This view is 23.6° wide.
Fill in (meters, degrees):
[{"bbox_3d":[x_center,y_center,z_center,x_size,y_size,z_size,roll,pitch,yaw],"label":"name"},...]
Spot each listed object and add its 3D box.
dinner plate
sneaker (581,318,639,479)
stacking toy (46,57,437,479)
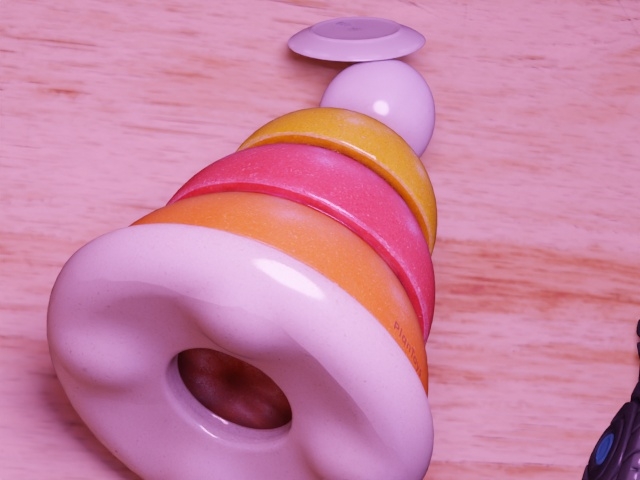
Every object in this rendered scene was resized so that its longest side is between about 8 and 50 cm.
[{"bbox_3d":[0.037,-0.209,1.560,0.141,0.141,0.017,-8,113,-16],"label":"dinner plate"},{"bbox_3d":[0.357,0.184,1.484,0.139,0.125,0.341,29,68,-6],"label":"sneaker"},{"bbox_3d":[0.000,0.000,1.419,0.350,0.351,0.480,31,47,-1],"label":"stacking toy"}]
